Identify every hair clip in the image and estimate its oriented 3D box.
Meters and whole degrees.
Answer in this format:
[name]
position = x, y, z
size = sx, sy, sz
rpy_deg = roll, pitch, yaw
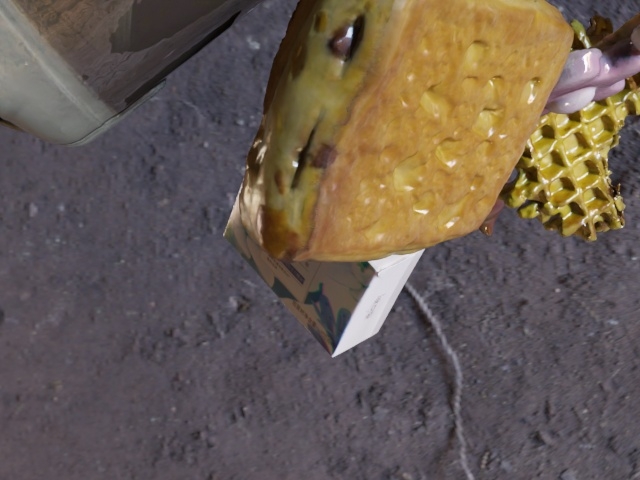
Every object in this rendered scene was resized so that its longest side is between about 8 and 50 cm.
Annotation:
[hair clip]
position = 0.245, -0.154, 0.778
size = 0.257, 0.146, 0.075
rpy_deg = -30, 86, 18

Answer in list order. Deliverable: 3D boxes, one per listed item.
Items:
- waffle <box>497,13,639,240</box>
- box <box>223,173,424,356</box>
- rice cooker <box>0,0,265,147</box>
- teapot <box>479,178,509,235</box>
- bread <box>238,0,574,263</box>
[waffle]
position = 0.350, -0.147, 1.311
size = 0.069, 0.259, 0.293
rpy_deg = 38, 109, 60
[box]
position = -0.002, 0.001, 1.487
size = 0.274, 0.116, 0.203
rpy_deg = 47, 136, 21
[rice cooker]
position = -0.174, -0.248, 0.635
size = 0.325, 0.335, 0.335
rpy_deg = -36, 71, -2
[teapot]
position = 0.215, -0.112, 1.716
size = 0.252, 0.178, 0.135
rpy_deg = 44, 124, 6
[bread]
position = 0.055, -0.090, 0.681
size = 0.099, 0.235, 0.211
rpy_deg = 38, 117, 33
